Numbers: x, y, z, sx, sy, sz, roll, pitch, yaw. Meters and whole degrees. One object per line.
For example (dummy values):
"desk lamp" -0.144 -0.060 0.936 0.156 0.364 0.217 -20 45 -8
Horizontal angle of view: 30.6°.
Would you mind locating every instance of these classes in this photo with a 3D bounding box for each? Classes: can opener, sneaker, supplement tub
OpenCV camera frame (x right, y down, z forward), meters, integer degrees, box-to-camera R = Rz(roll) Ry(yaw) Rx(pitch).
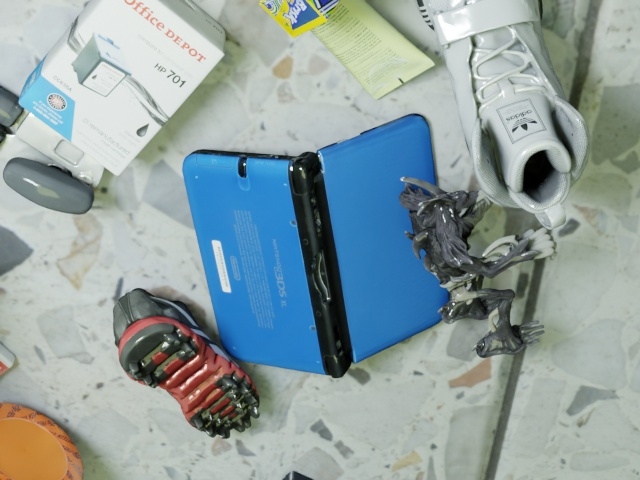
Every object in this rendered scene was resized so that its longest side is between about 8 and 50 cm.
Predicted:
"can opener" -0.367 -0.127 1.292 0.283 0.095 0.076 33 110 -19
"sneaker" -0.168 0.148 1.452 0.097 0.135 0.276 -38 138 2
"sneaker" 0.195 -0.188 1.232 0.137 0.210 0.366 -18 117 5
"supplement tub" -0.456 0.380 1.491 0.207 0.207 0.338 30 112 -18

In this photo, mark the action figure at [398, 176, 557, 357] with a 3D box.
"action figure" 0.181 0.009 1.362 0.141 0.164 0.276 -34 135 -8

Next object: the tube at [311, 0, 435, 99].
"tube" 0.013 -0.250 1.276 0.240 0.070 0.062 41 85 -23

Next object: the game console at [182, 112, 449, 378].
"game console" 0.000 0.000 1.423 0.250 0.173 0.293 7 121 28

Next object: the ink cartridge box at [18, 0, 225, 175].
"ink cartridge box" -0.215 -0.190 1.278 0.139 0.082 0.191 37 111 -20

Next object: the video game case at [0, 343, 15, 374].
"video game case" -0.559 0.168 1.474 0.285 0.025 0.204 -37 114 15

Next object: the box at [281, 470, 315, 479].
"box" 0.044 0.509 1.543 0.296 0.294 0.183 27 113 -16

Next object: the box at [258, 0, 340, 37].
"box" 0.008 -0.287 1.193 0.054 0.169 0.059 44 145 -23
